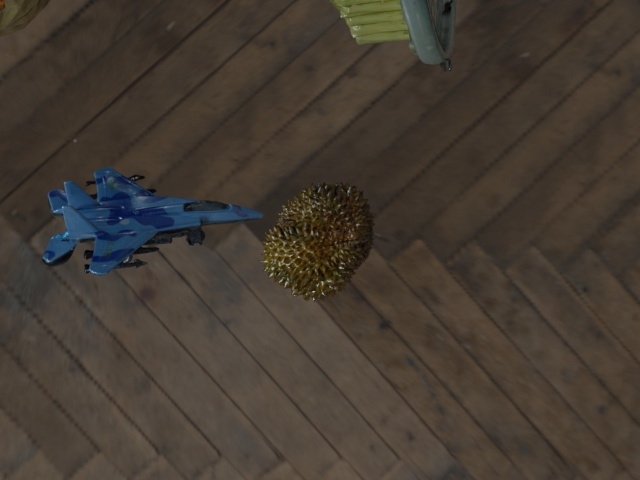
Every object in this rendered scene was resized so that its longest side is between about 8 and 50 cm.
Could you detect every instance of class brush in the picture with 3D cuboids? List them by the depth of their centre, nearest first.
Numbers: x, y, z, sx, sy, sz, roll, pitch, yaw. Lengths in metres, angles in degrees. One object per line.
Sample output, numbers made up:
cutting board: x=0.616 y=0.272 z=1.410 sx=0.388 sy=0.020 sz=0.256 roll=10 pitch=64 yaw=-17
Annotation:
brush: x=0.008 y=-0.145 z=0.499 sx=0.060 sy=0.297 sz=0.068 roll=2 pitch=68 yaw=10

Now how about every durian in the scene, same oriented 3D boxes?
durian: x=0.000 y=0.000 z=1.837 sx=0.137 sy=0.168 sz=0.158 roll=22 pitch=71 yaw=-26

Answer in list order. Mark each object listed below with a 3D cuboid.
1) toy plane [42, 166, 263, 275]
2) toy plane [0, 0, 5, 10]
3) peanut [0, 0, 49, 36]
toy plane: x=-0.190 y=-0.021 z=1.662 sx=0.246 sy=0.169 sz=0.078 roll=3 pitch=136 yaw=-10
toy plane: x=-0.279 y=-0.123 z=0.996 sx=0.062 sy=0.135 sz=0.188 roll=50 pitch=57 yaw=-25
peanut: x=-0.353 y=-0.323 z=1.700 sx=0.110 sy=0.197 sz=0.233 roll=37 pitch=53 yaw=-20
